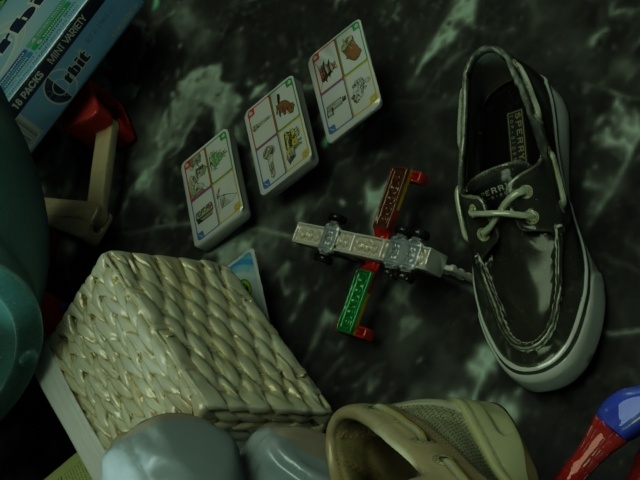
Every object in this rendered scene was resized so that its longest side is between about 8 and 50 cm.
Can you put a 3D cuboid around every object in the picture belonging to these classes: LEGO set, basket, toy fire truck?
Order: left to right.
[{"bbox_3d":[-0.196,-0.012,1.254,0.135,0.047,0.192,-26,52,21],"label":"toy fire truck"},{"bbox_3d":[-0.085,0.092,1.053,0.167,0.113,0.103,50,122,42],"label":"basket"},{"bbox_3d":[0.000,0.000,1.128,0.182,0.060,0.244,-37,47,28],"label":"LEGO set"}]

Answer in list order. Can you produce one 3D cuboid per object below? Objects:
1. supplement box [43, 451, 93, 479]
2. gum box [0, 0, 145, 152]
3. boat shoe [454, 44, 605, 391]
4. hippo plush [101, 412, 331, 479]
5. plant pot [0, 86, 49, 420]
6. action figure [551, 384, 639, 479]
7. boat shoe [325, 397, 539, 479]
[{"bbox_3d":[-0.131,0.177,1.095,0.083,0.056,0.083,-40,49,10],"label":"supplement box"},{"bbox_3d":[-0.224,-0.141,1.311,0.157,0.041,0.184,-54,30,-5],"label":"gum box"},{"bbox_3d":[0.113,-0.016,1.024,0.078,0.070,0.219,-21,55,24],"label":"boat shoe"},{"bbox_3d":[-0.036,0.264,0.912,0.294,0.234,0.236,-101,31,-59],"label":"hippo plush"},{"bbox_3d":[-0.290,0.024,1.071,0.293,0.293,0.196,-46,49,4],"label":"plant pot"},{"bbox_3d":[0.244,0.064,0.876,0.280,0.091,0.139,-54,42,-2],"label":"action figure"},{"bbox_3d":[0.065,0.158,0.797,0.302,0.098,0.109,-113,35,-66],"label":"boat shoe"}]
